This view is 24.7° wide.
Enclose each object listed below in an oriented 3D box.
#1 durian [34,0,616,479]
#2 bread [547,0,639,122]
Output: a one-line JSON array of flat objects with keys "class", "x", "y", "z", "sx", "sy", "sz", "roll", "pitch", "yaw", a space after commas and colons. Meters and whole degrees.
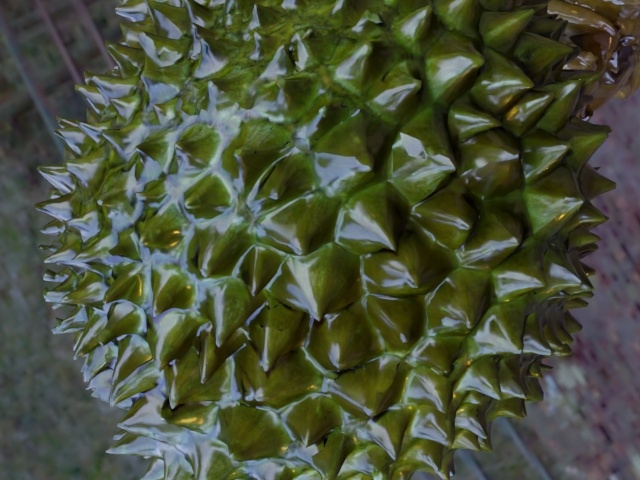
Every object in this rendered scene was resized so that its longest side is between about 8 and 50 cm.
[{"class": "durian", "x": 0.000, "y": -0.002, "z": 0.529, "sx": 0.176, "sy": 0.200, "sz": 0.236, "roll": -75, "pitch": -8, "yaw": -53}, {"class": "bread", "x": 0.121, "y": -0.171, "z": 1.154, "sx": 0.277, "sy": 0.325, "sz": 0.167, "roll": 64, "pitch": -146, "yaw": -72}]
